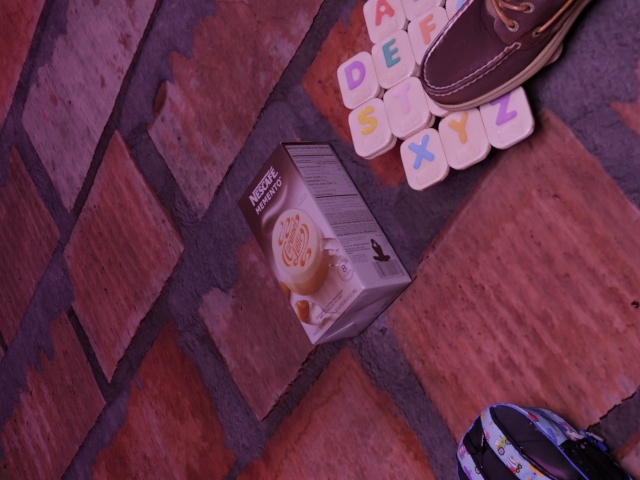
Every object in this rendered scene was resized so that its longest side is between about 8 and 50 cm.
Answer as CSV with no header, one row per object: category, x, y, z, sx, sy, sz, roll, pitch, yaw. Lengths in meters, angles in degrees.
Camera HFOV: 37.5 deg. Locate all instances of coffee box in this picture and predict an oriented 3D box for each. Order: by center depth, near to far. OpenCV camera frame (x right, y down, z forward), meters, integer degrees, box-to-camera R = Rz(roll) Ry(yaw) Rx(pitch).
coffee box,0.000,0.000,1.307,0.141,0.098,0.247,-50,59,38

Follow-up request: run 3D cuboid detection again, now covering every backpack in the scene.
backpack,0.244,0.265,1.058,0.173,0.117,0.158,48,128,32

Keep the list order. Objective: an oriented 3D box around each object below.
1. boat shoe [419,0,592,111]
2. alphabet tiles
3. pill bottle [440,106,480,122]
boat shoe,0.215,-0.269,0.969,0.342,0.123,0.123,-37,60,31
alphabet tiles,0.142,-0.212,1.116,0.284,0.021,0.278,-27,63,33
pill bottle,0.180,-0.164,1.128,0.083,0.043,0.043,-50,59,40
